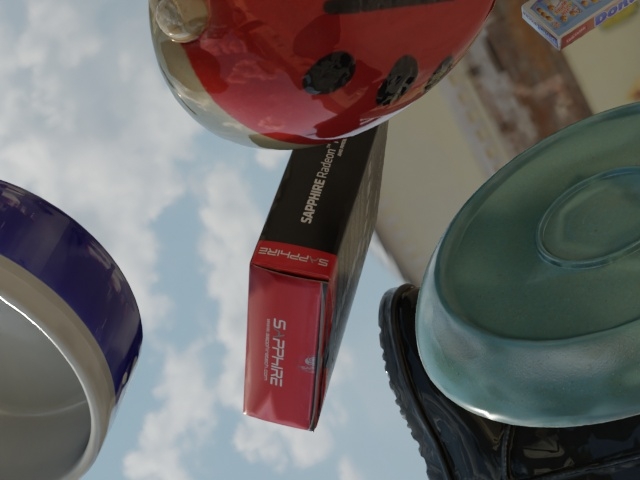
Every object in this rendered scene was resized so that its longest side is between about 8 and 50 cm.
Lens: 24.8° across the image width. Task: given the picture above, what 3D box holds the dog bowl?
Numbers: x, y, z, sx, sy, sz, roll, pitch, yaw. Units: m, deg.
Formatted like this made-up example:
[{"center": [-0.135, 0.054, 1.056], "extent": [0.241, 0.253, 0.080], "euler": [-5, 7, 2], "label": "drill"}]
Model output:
[{"center": [-0.276, 0.078, 1.126], "extent": [0.265, 0.265, 0.104], "euler": [56, -147, -27], "label": "dog bowl"}]

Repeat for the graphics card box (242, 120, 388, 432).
[{"center": [0.000, 0.000, 1.634], "extent": [0.371, 0.094, 0.233], "euler": [-70, -11, -47], "label": "graphics card box"}]

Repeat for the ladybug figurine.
[{"center": [0.026, -0.229, 1.279], "extent": [0.449, 0.162, 0.305], "euler": [-31, -56, -49], "label": "ladybug figurine"}]

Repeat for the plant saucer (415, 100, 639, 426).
[{"center": [0.200, -0.005, 0.990], "extent": [0.043, 0.318, 0.317], "euler": [58, -164, -30], "label": "plant saucer"}]

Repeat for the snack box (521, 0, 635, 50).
[{"center": [0.301, -0.269, 1.524], "extent": [0.064, 0.178, 0.022], "euler": [50, 169, 33], "label": "snack box"}]

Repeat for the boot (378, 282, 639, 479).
[{"center": [0.324, 0.174, 1.743], "extent": [0.146, 0.445, 0.367], "euler": [-30, -80, -59], "label": "boot"}]
